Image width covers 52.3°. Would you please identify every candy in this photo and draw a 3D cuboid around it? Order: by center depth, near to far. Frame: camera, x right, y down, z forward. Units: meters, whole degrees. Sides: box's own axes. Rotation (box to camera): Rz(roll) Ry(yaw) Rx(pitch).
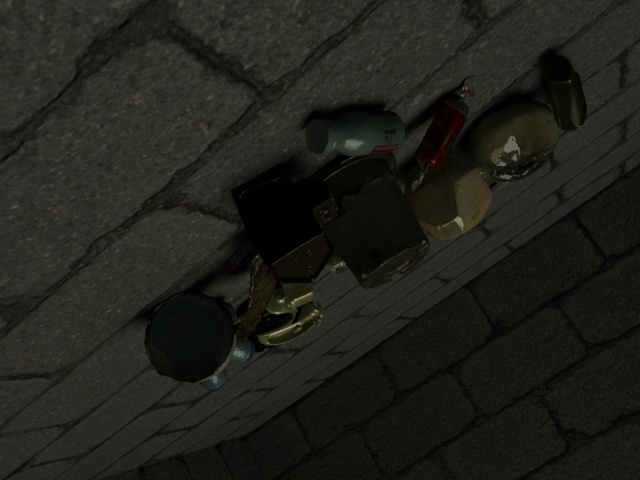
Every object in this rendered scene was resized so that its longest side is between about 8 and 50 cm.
[{"bbox_3d":[0.279,-0.244,1.503,0.292,0.059,0.086,-62,158,6],"label":"candy"}]

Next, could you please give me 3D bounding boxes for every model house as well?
[{"bbox_3d":[-0.048,-0.022,1.412,0.204,0.211,0.243,-28,155,-4],"label":"model house"}]

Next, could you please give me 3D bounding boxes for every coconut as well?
[{"bbox_3d":[0.334,-0.116,1.722,0.237,0.236,0.197,-17,-163,-35],"label":"coconut"}]

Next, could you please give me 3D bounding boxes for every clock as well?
[{"bbox_3d":[-0.125,0.248,2.101,0.276,0.120,0.379,-24,159,-6],"label":"clock"}]

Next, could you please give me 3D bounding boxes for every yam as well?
[{"bbox_3d":[0.077,0.021,1.863,0.194,0.107,0.107,-34,160,10],"label":"yam"}]

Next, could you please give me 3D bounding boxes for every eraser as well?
[{"bbox_3d":[-0.190,0.041,1.629,0.052,0.029,0.122,-8,150,-49],"label":"eraser"}]

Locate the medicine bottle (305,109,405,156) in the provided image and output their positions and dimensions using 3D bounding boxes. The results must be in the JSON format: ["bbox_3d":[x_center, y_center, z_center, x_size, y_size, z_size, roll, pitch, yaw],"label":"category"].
[{"bbox_3d":[0.071,-0.214,1.312,0.217,0.090,0.090,-12,152,-42],"label":"medicine bottle"}]

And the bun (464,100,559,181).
[{"bbox_3d":[0.522,-0.260,1.764,0.273,0.168,0.273,-20,156,-9],"label":"bun"}]

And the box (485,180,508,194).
[{"bbox_3d":[0.484,-0.178,2.046,0.155,0.067,0.243,-37,159,20],"label":"box"}]

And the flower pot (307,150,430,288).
[{"bbox_3d":[0.117,-0.042,1.544,0.290,0.259,0.290,-26,159,-11],"label":"flower pot"}]

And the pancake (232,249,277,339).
[{"bbox_3d":[-0.149,0.106,1.616,0.288,0.033,0.286,92,22,-59],"label":"pancake"}]

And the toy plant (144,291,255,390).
[{"bbox_3d":[-0.303,0.275,1.750,0.247,0.247,0.332,-31,163,-1],"label":"toy plant"}]

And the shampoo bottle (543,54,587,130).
[{"bbox_3d":[0.637,-0.385,1.698,0.084,0.125,0.350,1,172,26],"label":"shampoo bottle"}]
